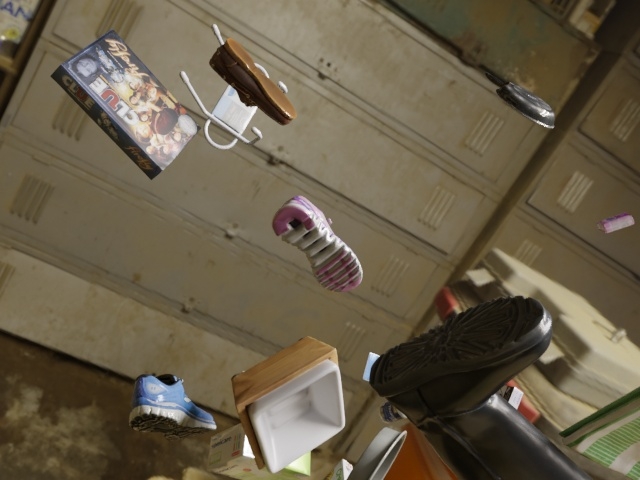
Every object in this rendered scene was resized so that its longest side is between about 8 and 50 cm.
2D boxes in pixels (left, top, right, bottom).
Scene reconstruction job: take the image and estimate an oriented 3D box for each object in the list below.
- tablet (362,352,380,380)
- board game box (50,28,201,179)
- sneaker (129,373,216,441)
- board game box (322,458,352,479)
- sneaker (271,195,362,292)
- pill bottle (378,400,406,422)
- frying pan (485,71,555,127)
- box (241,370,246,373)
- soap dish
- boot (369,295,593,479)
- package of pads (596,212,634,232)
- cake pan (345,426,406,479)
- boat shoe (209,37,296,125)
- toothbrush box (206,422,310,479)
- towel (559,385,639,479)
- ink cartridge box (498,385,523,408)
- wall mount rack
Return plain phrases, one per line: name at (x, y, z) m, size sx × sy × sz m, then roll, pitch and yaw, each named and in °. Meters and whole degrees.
tablet at (0.158, 0.388, 1.909) m, size 0.054 × 0.083 × 0.006 m, roll 26°, pitch -18°, yaw -31°
board game box at (-0.349, -0.252, 1.157) m, size 0.243 × 0.042 × 0.165 m, roll 48°, pitch 39°, yaw -20°
sneaker at (-0.363, 0.413, 1.580) m, size 0.330 × 0.129 × 0.147 m, roll 59°, pitch 17°, yaw -59°
board game box at (0.034, 0.870, 2.032) m, size 0.053 × 0.193 × 0.305 m, roll 40°, pitch 8°, yaw -8°
sneaker at (0.000, 0.000, 1.233) m, size 0.236 × 0.095 × 0.105 m, roll 49°, pitch 18°, yaw -24°
pill bottle at (0.244, 0.526, 1.954) m, size 0.067 × 0.120 × 0.067 m, roll 23°, pitch 51°, yaw -32°
frying pan at (0.601, -0.423, 1.855) m, size 0.197 × 0.053 × 0.326 m, roll 26°, pitch 31°, yaw -9°
box at (-0.092, 0.359, 1.559) m, size 0.186 × 0.038 × 0.145 m, roll 6°, pitch 0°, yaw -19°
soap dish at (-0.067, 0.351, 1.342) m, size 0.118 × 0.228 × 0.291 m, roll 47°, pitch -24°, yaw 38°
boot at (0.357, 0.334, 1.136) m, size 0.445 × 0.367 × 0.146 m, roll 50°, pitch 41°, yaw -13°
package of pads at (0.816, -0.048, 1.733) m, size 0.050 × 0.083 × 0.032 m, roll -85°, pitch 156°, yaw -77°
cake pan at (0.123, 0.603, 1.610) m, size 0.054 × 0.293 × 0.293 m, roll 31°, pitch 12°, yaw 21°
boat shoe at (-0.138, -0.309, 1.272) m, size 0.207 × 0.073 × 0.073 m, roll 48°, pitch 24°, yaw -3°
toothbrush box at (-0.202, 0.720, 2.093) m, size 0.283 × 0.206 × 0.122 m, roll 31°, pitch 43°, yaw -31°
towel at (0.645, 0.377, 1.157) m, size 0.324 × 0.248 × 0.038 m, roll 31°, pitch 34°, yaw -17°
ink cartridge box at (0.527, 0.537, 1.890) m, size 0.046 × 0.207 × 0.097 m, roll 37°, pitch -20°, yaw -21°
wall mount rack at (-0.274, -0.468, 1.926) m, size 0.304 × 0.350 × 0.130 m, roll 35°, pitch -28°, yaw -20°
